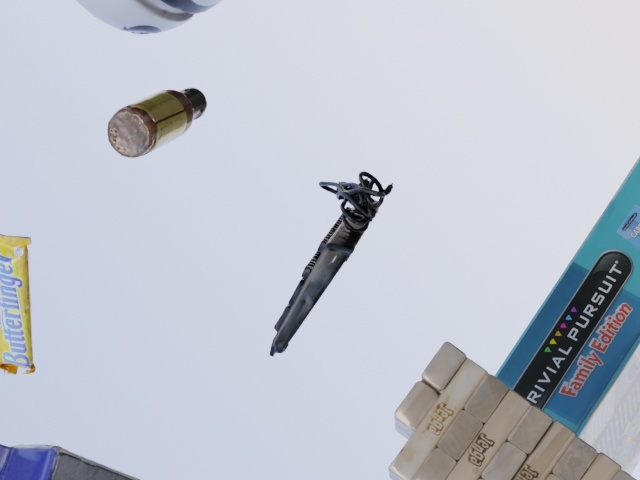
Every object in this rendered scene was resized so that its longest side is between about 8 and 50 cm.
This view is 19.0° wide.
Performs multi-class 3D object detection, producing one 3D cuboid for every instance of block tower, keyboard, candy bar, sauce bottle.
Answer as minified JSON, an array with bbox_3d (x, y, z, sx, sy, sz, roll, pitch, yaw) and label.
[{"bbox_3d":[0.191,0.202,1.223,0.335,0.091,0.097,36,173,9],"label":"block tower"},{"bbox_3d":[0.000,0.000,1.070,0.038,0.100,0.192,34,-170,-1],"label":"keyboard"},{"bbox_3d":[-0.287,0.060,1.791,0.040,0.161,0.018,5,-147,2],"label":"candy bar"},{"bbox_3d":[-0.124,-0.095,1.503,0.042,0.042,0.128,46,-157,5],"label":"sauce bottle"}]

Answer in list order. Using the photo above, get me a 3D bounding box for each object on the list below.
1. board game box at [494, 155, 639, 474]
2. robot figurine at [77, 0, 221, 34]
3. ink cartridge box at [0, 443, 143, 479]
[{"bbox_3d":[0.207,0.126,1.507,0.079,0.336,0.254,29,164,23],"label":"board game box"},{"bbox_3d":[-0.096,-0.282,1.546,0.209,0.278,0.174,25,-139,-50],"label":"robot figurine"},{"bbox_3d":[-0.162,0.298,1.234,0.307,0.072,0.304,24,-111,-21],"label":"ink cartridge box"}]
